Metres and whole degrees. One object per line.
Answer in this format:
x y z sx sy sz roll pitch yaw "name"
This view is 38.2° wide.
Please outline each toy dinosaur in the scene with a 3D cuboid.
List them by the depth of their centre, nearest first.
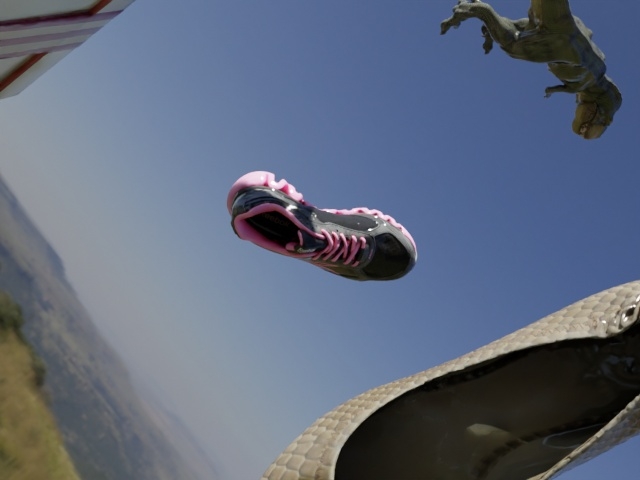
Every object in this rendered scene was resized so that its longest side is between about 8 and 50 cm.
0.173 -0.170 0.760 0.118 0.064 0.268 20 -8 33 "toy dinosaur"

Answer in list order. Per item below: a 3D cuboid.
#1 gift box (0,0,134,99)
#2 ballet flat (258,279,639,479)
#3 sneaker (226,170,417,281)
-0.264 -0.259 0.646 0.276 0.255 0.258 64 27 -6 "gift box"
0.073 0.086 0.406 0.084 0.250 0.058 64 -1 14 "ballet flat"
0.000 0.000 0.540 0.119 0.047 0.057 18 17 -5 "sneaker"
